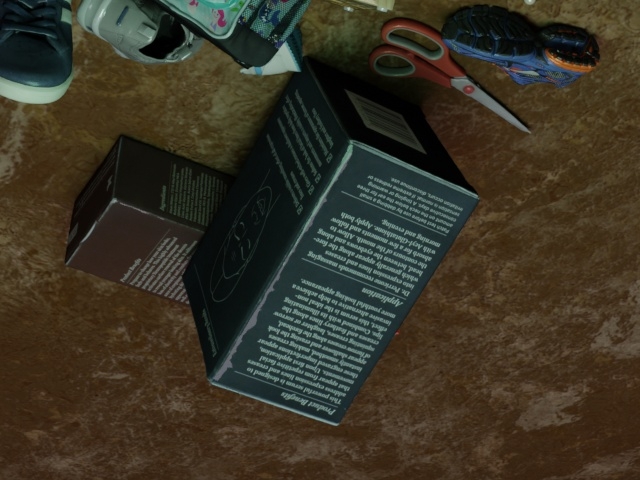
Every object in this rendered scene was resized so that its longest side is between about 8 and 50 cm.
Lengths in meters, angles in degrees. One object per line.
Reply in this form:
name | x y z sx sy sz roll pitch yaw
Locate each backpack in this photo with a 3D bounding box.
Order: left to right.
backpack | -0.092 -0.363 1.762 0.253 0.225 0.191 -53 142 0

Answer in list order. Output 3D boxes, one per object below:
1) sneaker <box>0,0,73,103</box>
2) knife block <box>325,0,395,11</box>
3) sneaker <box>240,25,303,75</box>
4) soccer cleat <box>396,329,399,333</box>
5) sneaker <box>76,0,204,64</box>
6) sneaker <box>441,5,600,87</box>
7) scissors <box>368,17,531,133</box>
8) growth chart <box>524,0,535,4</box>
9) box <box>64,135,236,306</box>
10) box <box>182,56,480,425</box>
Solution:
sneaker | -0.345 -0.312 1.778 0.131 0.350 0.148 8 132 -23
knife block | 0.065 -0.410 1.865 0.088 0.242 0.275 15 -176 -15
sneaker | -0.096 -0.301 1.989 0.092 0.087 0.229 -8 139 15
soccer cleat | 0.093 0.090 2.499 0.076 0.068 0.196 5 143 19
sneaker | -0.209 -0.258 1.930 0.115 0.281 0.105 35 102 14
sneaker | 0.266 -0.251 2.048 0.221 0.083 0.087 14 145 -12
scissors | 0.202 -0.229 2.122 0.297 0.021 0.109 21 136 -21
growth chart | 0.228 -0.386 1.925 0.237 0.021 0.172 24 137 -25
box | -0.181 0.001 2.331 0.381 0.143 0.191 19 139 -24
box | 0.000 0.000 2.088 0.212 0.293 0.395 22 111 -24
